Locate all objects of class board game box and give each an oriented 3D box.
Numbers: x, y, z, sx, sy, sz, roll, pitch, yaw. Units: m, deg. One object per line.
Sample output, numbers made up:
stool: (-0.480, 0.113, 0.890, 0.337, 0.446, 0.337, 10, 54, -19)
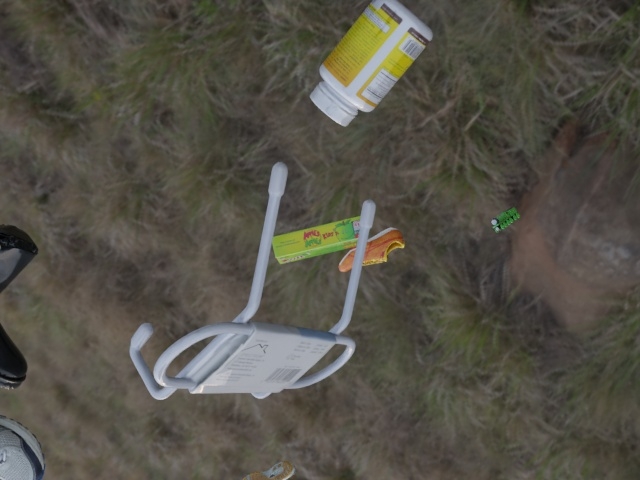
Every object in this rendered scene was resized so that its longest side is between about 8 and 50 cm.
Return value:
board game box: (0.000, 0.000, 1.632, 0.092, 0.181, 0.043, 72, -175, -80)

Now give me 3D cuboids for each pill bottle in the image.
pill bottle: (0.080, -0.299, 1.398, 0.117, 0.117, 0.215, 43, 106, 5)

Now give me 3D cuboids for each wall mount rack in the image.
wall mount rack: (-0.060, 0.074, 1.025, 0.304, 0.350, 0.130, -45, 61, 18)

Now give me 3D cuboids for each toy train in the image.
toy train: (0.304, -0.035, 1.370, 0.017, 0.083, 0.024, -35, 85, 39)

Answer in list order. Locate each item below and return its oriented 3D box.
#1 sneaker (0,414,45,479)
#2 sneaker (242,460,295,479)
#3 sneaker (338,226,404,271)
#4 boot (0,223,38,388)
sneaker: (-0.297, 0.169, 0.706, 0.135, 0.058, 0.052, 38, 103, 1)
sneaker: (-0.073, 0.343, 1.197, 0.037, 0.083, 0.032, 41, -152, -66)
sneaker: (0.124, 0.032, 2.024, 0.067, 0.175, 0.064, 60, 179, 20)
boot: (-0.489, 0.088, 1.250, 0.246, 0.207, 0.094, 42, 177, -33)
